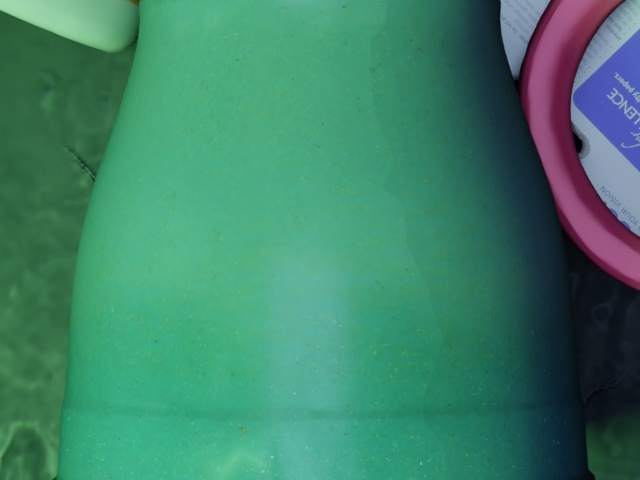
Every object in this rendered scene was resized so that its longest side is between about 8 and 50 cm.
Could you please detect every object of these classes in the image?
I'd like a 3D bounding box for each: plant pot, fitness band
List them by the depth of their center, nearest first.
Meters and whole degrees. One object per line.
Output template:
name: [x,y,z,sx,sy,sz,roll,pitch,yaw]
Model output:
plant pot: [0.000,0.000,0.979,0.271,0.271,0.255,-1,90,5]
fitness band: [0.245,-0.088,1.022,0.291,0.054,0.209,-27,88,4]

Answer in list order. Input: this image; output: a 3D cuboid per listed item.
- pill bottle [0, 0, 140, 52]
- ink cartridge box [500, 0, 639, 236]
pill bottle: [-0.123,-0.315,1.008,0.224,0.224,0.392,23,93,5]
ink cartridge box: [0.177,-0.120,1.073,0.208,0.045,0.206,-44,87,4]
